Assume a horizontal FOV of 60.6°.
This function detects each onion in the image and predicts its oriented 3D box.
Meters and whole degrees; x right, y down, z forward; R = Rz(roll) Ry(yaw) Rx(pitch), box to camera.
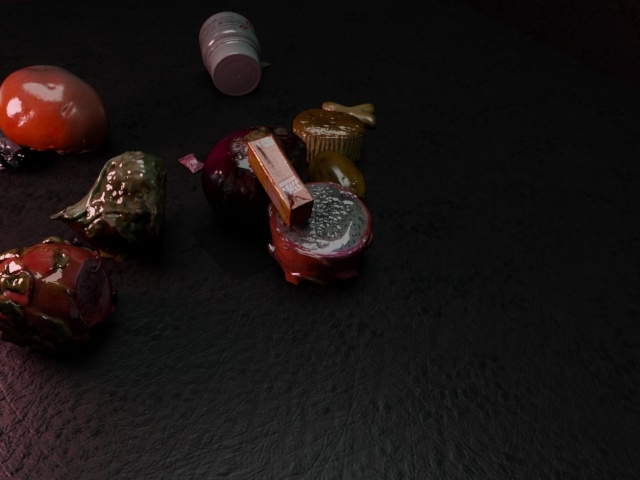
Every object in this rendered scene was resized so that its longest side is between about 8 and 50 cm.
[{"bbox_3d":[-0.203,-0.192,1.604,0.261,0.281,0.336,16,54,15],"label":"onion"}]

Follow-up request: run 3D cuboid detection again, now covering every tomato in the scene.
[{"bbox_3d":[-0.874,-0.433,1.807,0.342,0.272,0.341,5,18,-2],"label":"tomato"}]

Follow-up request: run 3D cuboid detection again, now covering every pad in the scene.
[{"bbox_3d":[-0.234,0.013,1.564,0.170,0.006,0.245,-26,49,-28],"label":"pad"}]

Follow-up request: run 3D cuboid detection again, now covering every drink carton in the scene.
[{"bbox_3d":[-0.102,-0.151,1.374,0.071,0.096,0.222,-25,70,-18],"label":"drink carton"}]

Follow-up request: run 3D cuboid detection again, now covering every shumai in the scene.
[{"bbox_3d":[-0.555,-0.097,1.434,0.289,0.330,0.291,3,65,-16],"label":"shumai"}]

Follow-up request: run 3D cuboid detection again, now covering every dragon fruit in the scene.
[{"bbox_3d":[-0.639,0.119,1.253,0.291,0.250,0.269,-5,34,14],"label":"dragon fruit"},{"bbox_3d":[0.000,0.000,1.471,0.291,0.189,0.290,1,50,-1],"label":"dragon fruit"}]

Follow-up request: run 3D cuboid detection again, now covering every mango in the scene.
[{"bbox_3d":[0.048,-0.188,1.723,0.156,0.151,0.248,-35,53,5],"label":"mango"}]

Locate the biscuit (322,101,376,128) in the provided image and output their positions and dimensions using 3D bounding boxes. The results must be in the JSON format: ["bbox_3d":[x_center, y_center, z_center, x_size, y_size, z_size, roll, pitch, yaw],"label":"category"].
[{"bbox_3d":[0.111,-0.493,2.131,0.208,0.047,0.164,2,42,-2],"label":"biscuit"}]

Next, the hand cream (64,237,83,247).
[{"bbox_3d":[-0.744,0.067,1.450,0.234,0.050,0.080,-36,58,-28],"label":"hand cream"}]

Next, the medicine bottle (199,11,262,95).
[{"bbox_3d":[-0.367,-0.770,2.271,0.245,0.245,0.306,-9,52,-13],"label":"medicine bottle"}]

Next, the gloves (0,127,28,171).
[{"bbox_3d":[-1.037,-0.292,1.791,0.143,0.119,0.285,-16,30,-20],"label":"gloves"}]

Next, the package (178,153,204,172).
[{"bbox_3d":[-0.430,-0.261,1.849,0.083,0.029,0.059,39,56,23],"label":"package"}]

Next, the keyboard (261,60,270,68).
[{"bbox_3d":[-0.282,-0.776,2.454,0.049,0.015,0.129,27,47,25],"label":"keyboard"}]

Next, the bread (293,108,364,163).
[{"bbox_3d":[0.027,-0.359,1.904,0.254,0.142,0.227,6,34,7],"label":"bread"}]
